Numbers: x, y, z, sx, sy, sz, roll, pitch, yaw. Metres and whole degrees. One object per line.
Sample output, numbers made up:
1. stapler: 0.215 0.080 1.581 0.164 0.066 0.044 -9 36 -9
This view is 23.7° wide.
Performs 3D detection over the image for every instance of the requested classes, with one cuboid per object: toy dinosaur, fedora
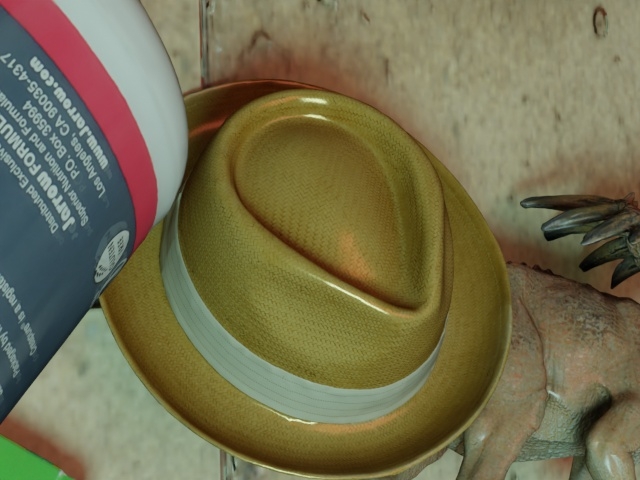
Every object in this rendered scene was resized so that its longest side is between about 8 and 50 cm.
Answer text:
1. toy dinosaur: 0.103 0.050 0.741 0.296 0.127 0.200 3 76 -22
2. fedora: 0.000 0.000 0.631 0.194 0.079 0.194 6 62 -11

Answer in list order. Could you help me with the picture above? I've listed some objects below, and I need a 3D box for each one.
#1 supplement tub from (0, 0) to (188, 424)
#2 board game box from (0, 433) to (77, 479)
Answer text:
1. supplement tub: -0.181 0.016 0.424 0.191 0.191 0.272 50 60 -26
2. board game box: -0.206 0.089 0.543 0.259 0.039 0.124 37 67 -28
